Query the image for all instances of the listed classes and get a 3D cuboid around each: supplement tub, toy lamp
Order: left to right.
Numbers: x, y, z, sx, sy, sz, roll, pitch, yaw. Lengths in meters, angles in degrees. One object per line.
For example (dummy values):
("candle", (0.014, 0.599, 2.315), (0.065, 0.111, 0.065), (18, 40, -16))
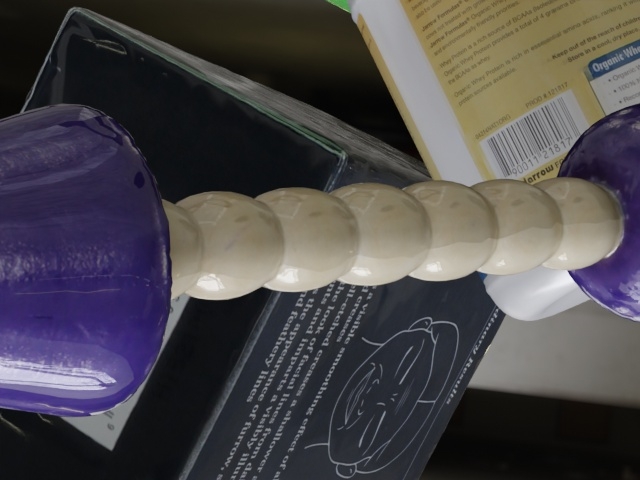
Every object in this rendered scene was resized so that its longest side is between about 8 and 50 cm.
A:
("toy lamp", (0.000, 0.000, 0.524), (0.275, 0.080, 0.080), (-6, -173, -36))
("supplement tub", (0.098, -0.083, 0.809), (0.144, 0.199, 0.144), (-25, 171, -4))

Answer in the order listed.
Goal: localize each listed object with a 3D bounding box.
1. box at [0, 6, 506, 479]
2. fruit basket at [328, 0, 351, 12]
("box", (-0.054, 0.054, 1.288), (0.212, 0.293, 0.395), (29, -175, 24))
("fruit basket", (0.050, -0.308, 0.968), (0.283, 0.392, 0.392), (47, -159, 28))
